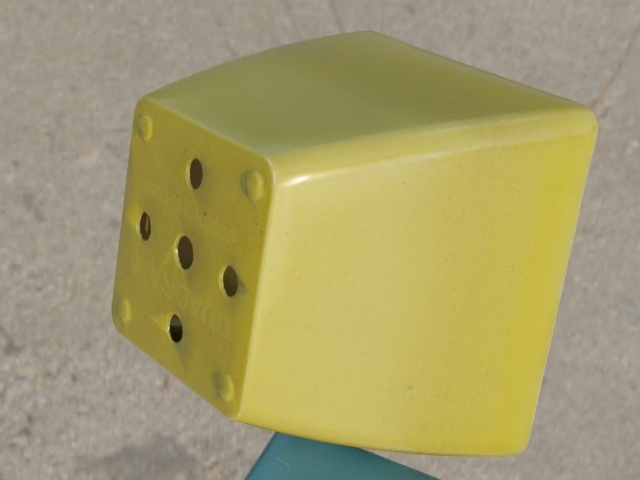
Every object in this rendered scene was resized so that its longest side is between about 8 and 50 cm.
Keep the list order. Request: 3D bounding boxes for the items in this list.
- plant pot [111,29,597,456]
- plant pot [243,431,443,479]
[{"bbox_3d":[0.000,0.000,0.783,0.187,0.212,0.212,-4,22,-38],"label":"plant pot"},{"bbox_3d":[-0.007,0.269,0.844,0.166,0.165,0.234,17,51,34],"label":"plant pot"}]
